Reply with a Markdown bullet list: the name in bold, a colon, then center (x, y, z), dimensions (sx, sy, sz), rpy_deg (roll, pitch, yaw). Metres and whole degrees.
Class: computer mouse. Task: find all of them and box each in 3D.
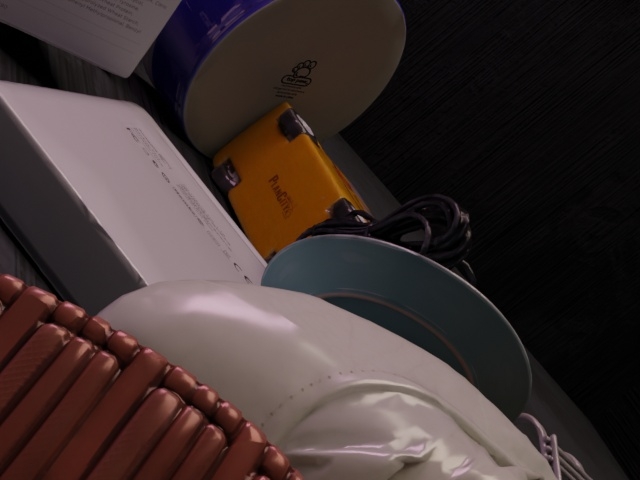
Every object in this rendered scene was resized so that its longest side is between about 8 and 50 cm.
- **computer mouse**: center (0.052, 0.112, 1.026), dimensions (0.188, 0.072, 0.272), rpy_deg (-10, -86, 53)

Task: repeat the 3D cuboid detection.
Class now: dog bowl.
- **dog bowl**: center (-0.046, -0.204, 1.481), dimensions (0.104, 0.265, 0.265), rpy_deg (58, 10, 29)

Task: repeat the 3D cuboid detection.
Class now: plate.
- **plate**: center (0.042, 0.071, 0.902), dimensions (0.188, 0.188, 0.024), rpy_deg (48, 50, -21)

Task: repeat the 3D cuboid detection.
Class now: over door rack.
- **over door rack**: center (0.236, 0.339, 1.248), dimensions (0.239, 0.108, 0.324), rpy_deg (41, 27, -50)

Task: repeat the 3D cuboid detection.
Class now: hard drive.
- **hard drive**: center (-0.113, -0.001, 0.957), dimensions (0.233, 0.047, 0.353), rpy_deg (52, 7, 2)

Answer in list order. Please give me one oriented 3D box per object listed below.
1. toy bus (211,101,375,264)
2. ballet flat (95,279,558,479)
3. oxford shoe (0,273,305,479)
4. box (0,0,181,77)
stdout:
- **toy bus**: center (0.000, 0.000, 1.374), dimensions (0.130, 0.108, 0.333), rpy_deg (46, 9, -37)
- **ballet flat**: center (0.074, 0.148, 0.590), dimensions (0.400, 0.139, 0.139), rpy_deg (39, 12, -23)
- **oxford shoe**: center (-0.040, 0.161, 0.471), dimensions (0.397, 0.140, 0.146), rpy_deg (45, -23, -6)
- **box**: center (-0.213, -0.248, 1.109), dimensions (0.182, 0.119, 0.181), rpy_deg (23, 25, -37)
